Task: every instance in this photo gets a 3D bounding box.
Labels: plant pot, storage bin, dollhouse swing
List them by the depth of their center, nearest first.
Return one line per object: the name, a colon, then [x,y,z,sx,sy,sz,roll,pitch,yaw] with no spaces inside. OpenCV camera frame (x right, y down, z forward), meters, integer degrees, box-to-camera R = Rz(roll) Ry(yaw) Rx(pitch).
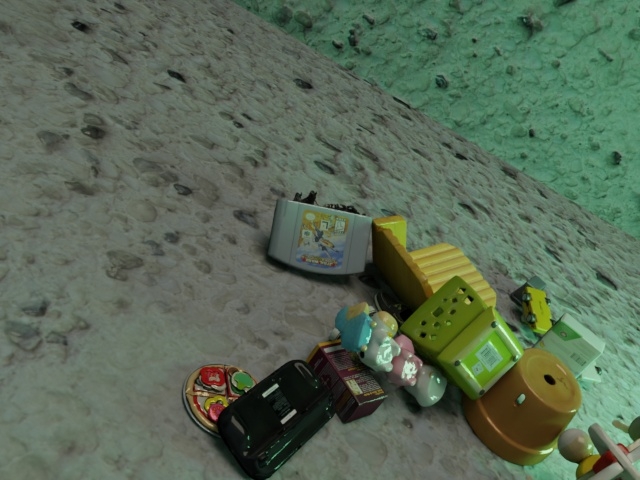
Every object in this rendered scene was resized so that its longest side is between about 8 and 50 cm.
plant pot: [0.386,0.267,1.696,0.228,0.227,0.207,50,-5,-29]
plant pot: [0.561,0.428,1.738,0.291,0.203,0.290,18,40,-15]
dollhouse swing: [0.375,0.080,1.982,0.305,0.315,0.346,-23,54,-12]
storage bin: [0.783,0.193,2.380,0.098,0.091,0.135,45,35,20]

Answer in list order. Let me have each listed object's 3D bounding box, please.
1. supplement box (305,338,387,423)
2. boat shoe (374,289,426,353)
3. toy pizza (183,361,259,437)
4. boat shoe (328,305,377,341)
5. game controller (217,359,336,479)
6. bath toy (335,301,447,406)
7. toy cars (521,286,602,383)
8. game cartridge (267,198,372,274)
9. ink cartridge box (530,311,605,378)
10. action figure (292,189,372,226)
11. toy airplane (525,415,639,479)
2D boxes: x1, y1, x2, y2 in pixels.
supplement box: [0.061,0.341,1.573,0.104,0.080,0.188,-3,46,-44]
boat shoe: [0.245,0.227,1.898,0.081,0.068,0.227,-3,46,-43]
toy pizza: [-0.200,0.342,1.397,0.201,0.032,0.201,22,33,-15]
boat shoe: [0.106,0.238,1.756,0.070,0.077,0.219,43,32,20]
game controller: [-0.087,0.379,1.401,0.166,0.067,0.319,47,34,12]
bath toy: [0.183,0.292,1.621,0.348,0.129,0.151,42,65,-29]
toy cars: [0.819,0.337,2.224,0.176,0.087,0.393,-22,63,-38]
game cartridge: [0.000,0.000,1.890,0.297,0.062,0.198,10,80,-14]
ink cartridge box: [0.763,0.358,2.024,0.154,0.212,0.093,40,30,15]
action figure: [0.039,-0.061,2.052,0.276,0.140,0.164,24,22,23]
toy airplane: [0.670,0.550,1.539,0.386,0.384,0.272,12,23,-29]
